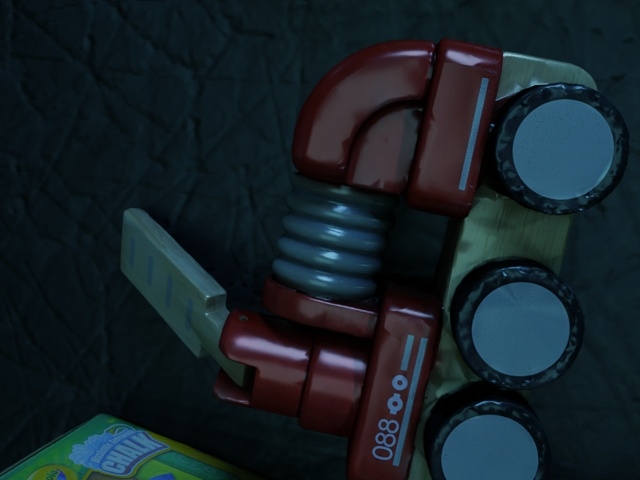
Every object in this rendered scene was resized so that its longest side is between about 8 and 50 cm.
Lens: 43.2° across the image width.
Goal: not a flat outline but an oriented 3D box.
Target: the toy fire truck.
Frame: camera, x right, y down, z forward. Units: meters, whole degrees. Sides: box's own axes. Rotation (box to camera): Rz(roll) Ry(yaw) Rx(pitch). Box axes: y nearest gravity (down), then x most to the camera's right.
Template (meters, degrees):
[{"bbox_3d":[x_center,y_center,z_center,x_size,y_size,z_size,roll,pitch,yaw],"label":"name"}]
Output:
[{"bbox_3d":[0.000,0.000,0.427,0.246,0.158,0.217,11,99,2],"label":"toy fire truck"}]

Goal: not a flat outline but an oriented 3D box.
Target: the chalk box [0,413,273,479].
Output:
[{"bbox_3d":[-0.123,0.194,0.471,0.213,0.132,0.132,19,101,9],"label":"chalk box"}]
